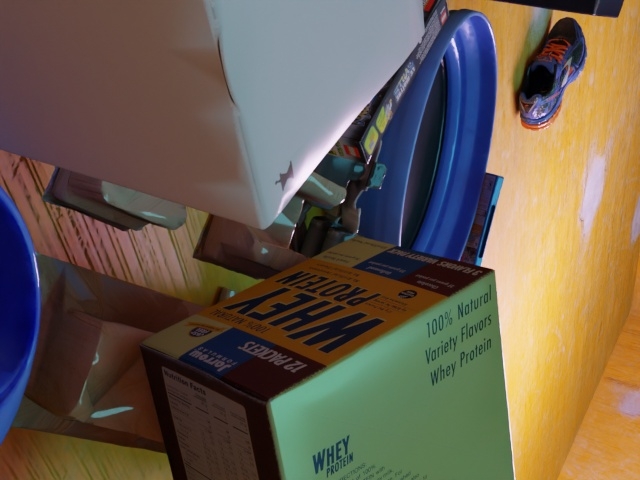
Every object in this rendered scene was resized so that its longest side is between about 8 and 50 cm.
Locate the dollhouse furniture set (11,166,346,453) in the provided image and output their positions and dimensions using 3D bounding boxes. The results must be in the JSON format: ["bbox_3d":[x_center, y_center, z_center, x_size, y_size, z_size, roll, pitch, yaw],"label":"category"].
[{"bbox_3d":[-0.130,0.106,0.779,0.394,0.256,0.362,23,83,-43],"label":"dollhouse furniture set"}]

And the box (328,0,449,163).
[{"bbox_3d":[0.039,-0.180,0.979,0.207,0.114,0.036,-62,152,-24],"label":"box"}]

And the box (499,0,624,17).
[{"bbox_3d":[0.294,-0.364,1.264,0.153,0.207,0.108,-19,122,-59],"label":"box"}]

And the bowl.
[{"bbox_3d":[0.137,-0.101,1.227,0.391,0.077,0.391,13,90,-69],"label":"bowl"}]

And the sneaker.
[{"bbox_3d":[0.410,-0.304,1.685,0.087,0.083,0.221,46,62,-55],"label":"sneaker"}]

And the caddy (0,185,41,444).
[{"bbox_3d":[-0.267,0.034,0.424,0.241,0.179,0.341,-65,153,-19],"label":"caddy"}]

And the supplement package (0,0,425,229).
[{"bbox_3d":[-0.117,-0.156,0.475,0.175,0.293,0.177,-53,148,-35],"label":"supplement package"}]

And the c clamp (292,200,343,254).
[{"bbox_3d":[0.001,-0.042,1.090,0.160,0.022,0.137,-49,145,-40],"label":"c clamp"}]

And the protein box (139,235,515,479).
[{"bbox_3d":[0.014,0.132,0.647,0.200,0.136,0.201,-25,116,-36],"label":"protein box"}]

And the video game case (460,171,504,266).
[{"bbox_3d":[0.216,-0.025,1.435,0.015,0.119,0.166,10,98,-28],"label":"video game case"}]

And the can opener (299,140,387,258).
[{"bbox_3d":[0.000,0.000,1.039,0.093,0.074,0.280,7,105,-30],"label":"can opener"}]
